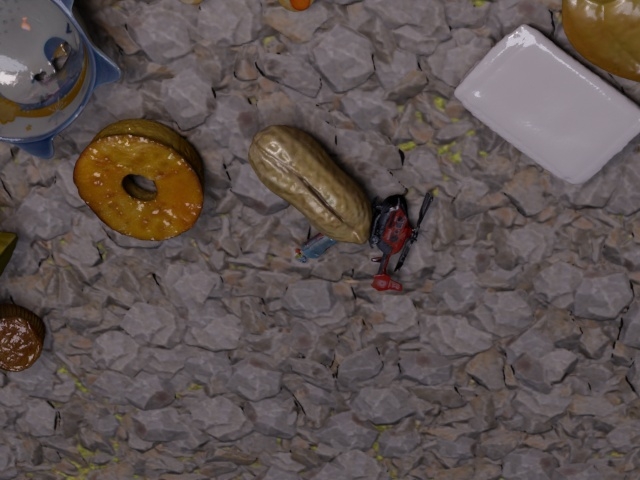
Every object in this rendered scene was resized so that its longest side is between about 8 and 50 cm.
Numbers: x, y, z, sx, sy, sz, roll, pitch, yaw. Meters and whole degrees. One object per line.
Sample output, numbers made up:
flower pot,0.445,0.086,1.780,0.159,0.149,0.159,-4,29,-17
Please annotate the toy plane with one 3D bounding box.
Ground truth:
toy plane,0.080,0.000,1.800,0.060,0.037,0.145,8,125,-9

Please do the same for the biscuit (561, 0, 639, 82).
biscuit,0.359,-0.228,1.569,0.260,0.041,0.203,19,128,-3

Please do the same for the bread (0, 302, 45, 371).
bread,-0.378,0.116,1.960,0.085,0.053,0.085,-4,117,-8

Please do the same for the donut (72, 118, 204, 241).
donut,-0.196,-0.071,1.777,0.152,0.058,0.152,5,129,6

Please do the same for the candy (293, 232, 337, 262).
candy,0.000,0.000,1.823,0.083,0.020,0.030,-33,116,32

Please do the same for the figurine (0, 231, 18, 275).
figurine,-0.530,-0.009,1.848,0.315,0.168,0.187,32,138,-4

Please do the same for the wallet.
wallet,0.238,-0.140,1.665,0.183,0.032,0.124,34,126,-14

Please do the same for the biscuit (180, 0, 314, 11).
biscuit,-0.041,-0.297,1.593,0.234,0.030,0.153,4,130,8

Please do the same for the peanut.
peanut,-0.007,-0.061,1.742,0.080,0.080,0.174,-34,114,30

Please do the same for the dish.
dish,-0.320,-0.200,1.680,0.236,0.086,0.228,-20,123,23
